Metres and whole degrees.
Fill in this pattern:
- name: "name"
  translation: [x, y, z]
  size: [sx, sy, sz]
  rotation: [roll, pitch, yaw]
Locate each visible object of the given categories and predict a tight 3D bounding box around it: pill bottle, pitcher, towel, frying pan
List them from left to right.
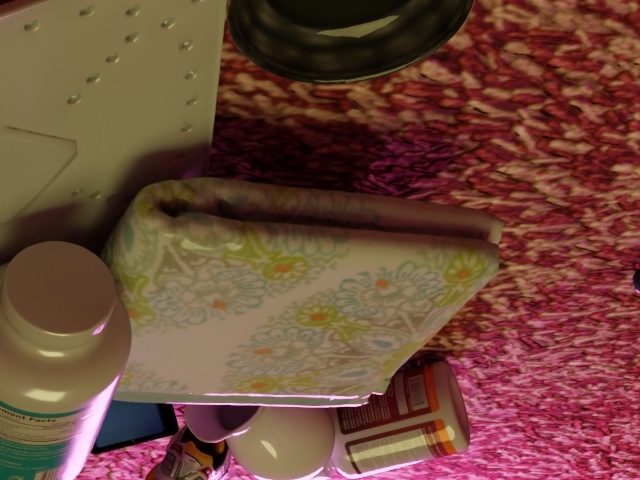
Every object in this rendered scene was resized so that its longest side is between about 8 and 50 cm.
- name: "pill bottle"
  translation: [-0.249, 0.111, 1.240]
  size: [0.146, 0.146, 0.264]
  rotation: [2, 144, -21]
- name: "towel"
  translation: [-0.047, 0.056, 1.364]
  size: [0.374, 0.090, 0.320]
  rotation: [4, 146, -25]
- name: "pitcher"
  translation: [-0.049, 0.199, 1.707]
  size: [0.178, 0.125, 0.207]
  rotation: [-51, 143, -5]
- name: "frying pan"
  translation: [-0.003, -0.219, 1.058]
  size: [0.197, 0.053, 0.326]
  rotation: [-19, 148, 17]
- name: "pill bottle"
  translation: [0.074, 0.239, 1.831]
  size: [0.221, 0.121, 0.121]
  rotation: [-16, 151, 12]

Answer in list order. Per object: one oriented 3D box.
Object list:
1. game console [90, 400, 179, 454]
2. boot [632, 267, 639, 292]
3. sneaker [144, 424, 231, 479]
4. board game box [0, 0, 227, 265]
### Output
- name: "game console"
  translation: [-0.248, 0.200, 1.713]
  size: [0.122, 0.071, 0.107]
  rotation: [-15, 151, 9]
- name: "boot"
  translation: [0.466, 0.043, 1.669]
  size: [0.190, 0.069, 0.086]
  rotation: [11, 153, -19]
- name: "sneaker"
  translation: [-0.143, 0.264, 1.772]
  size: [0.088, 0.225, 0.093]
  rotation: [37, 103, -2]
- name: "board game box"
  translation: [-0.264, -0.065, 1.117]
  size: [0.390, 0.050, 0.390]
  rotation: [-24, 156, -20]
